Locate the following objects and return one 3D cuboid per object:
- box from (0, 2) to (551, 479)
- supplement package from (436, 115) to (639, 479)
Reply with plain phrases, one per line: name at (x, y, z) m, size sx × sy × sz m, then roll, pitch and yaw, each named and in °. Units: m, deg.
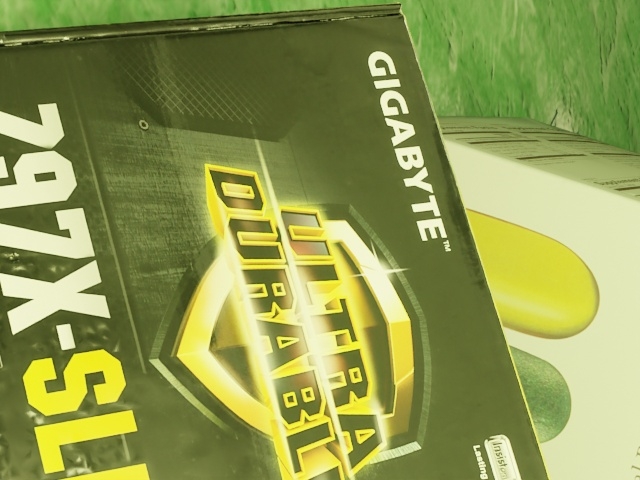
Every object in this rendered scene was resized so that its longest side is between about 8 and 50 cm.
box at (-0.042, 0.057, 0.817) m, size 0.257 × 0.079 × 0.322 m, roll -8°, pitch 72°, yaw -25°
supplement package at (0.151, 0.060, 0.974) m, size 0.198 × 0.262 × 0.199 m, roll -4°, pitch 111°, yaw -56°
